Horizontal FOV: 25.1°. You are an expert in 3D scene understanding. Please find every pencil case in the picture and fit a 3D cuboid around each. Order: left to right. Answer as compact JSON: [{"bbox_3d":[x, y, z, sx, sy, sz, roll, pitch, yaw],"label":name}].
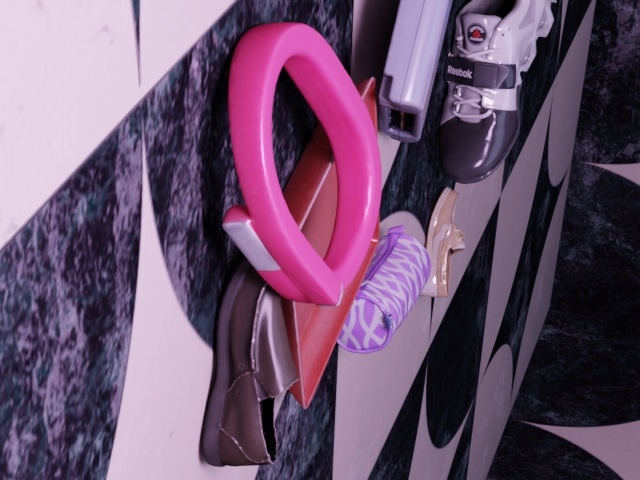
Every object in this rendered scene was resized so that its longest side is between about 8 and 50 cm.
[{"bbox_3d":[0.072,0.060,1.754,0.088,0.086,0.206,69,25,-15],"label":"pencil case"}]

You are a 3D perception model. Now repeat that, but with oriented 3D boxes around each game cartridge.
[{"bbox_3d":[0.110,-0.224,1.600,0.297,0.062,0.198,45,63,-86],"label":"game cartridge"}]

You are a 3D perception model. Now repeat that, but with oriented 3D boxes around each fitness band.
[{"bbox_3d":[-0.012,-0.064,1.277,0.291,0.054,0.209,54,43,-55],"label":"fitness band"}]

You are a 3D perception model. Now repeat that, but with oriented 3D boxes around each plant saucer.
[{"bbox_3d":[0.000,0.000,1.499,0.258,0.047,0.259,85,22,-48],"label":"plant saucer"}]

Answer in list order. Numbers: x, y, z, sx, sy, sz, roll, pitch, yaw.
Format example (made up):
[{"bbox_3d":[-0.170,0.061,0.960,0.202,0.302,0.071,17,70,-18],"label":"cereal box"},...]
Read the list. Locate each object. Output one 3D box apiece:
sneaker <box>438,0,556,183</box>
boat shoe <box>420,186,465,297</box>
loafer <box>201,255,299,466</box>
[{"bbox_3d":[0.223,-0.247,2.016,0.146,0.122,0.331,36,67,-54],"label":"sneaker"},{"bbox_3d":[0.190,0.006,2.164,0.063,0.059,0.170,31,73,-74],"label":"boat shoe"},{"bbox_3d":[-0.053,0.111,1.336,0.080,0.078,0.220,-35,136,-68],"label":"loafer"}]
